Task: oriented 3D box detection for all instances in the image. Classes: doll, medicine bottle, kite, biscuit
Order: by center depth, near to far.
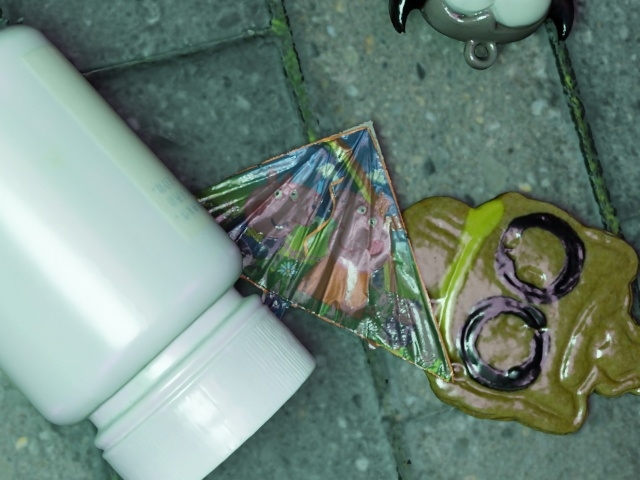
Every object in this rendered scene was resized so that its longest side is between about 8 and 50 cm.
[{"bbox_3d":[-0.194,0.020,1.357,0.213,0.213,0.379,-42,91,-12],"label":"medicine bottle"},{"bbox_3d":[0.000,0.000,1.474,0.321,0.016,0.234,26,80,1],"label":"kite"},{"bbox_3d":[0.147,-0.283,1.501,0.182,0.117,0.257,2,81,-15],"label":"doll"},{"bbox_3d":[0.183,0.065,1.506,0.290,0.041,0.208,24,81,-6],"label":"biscuit"}]
